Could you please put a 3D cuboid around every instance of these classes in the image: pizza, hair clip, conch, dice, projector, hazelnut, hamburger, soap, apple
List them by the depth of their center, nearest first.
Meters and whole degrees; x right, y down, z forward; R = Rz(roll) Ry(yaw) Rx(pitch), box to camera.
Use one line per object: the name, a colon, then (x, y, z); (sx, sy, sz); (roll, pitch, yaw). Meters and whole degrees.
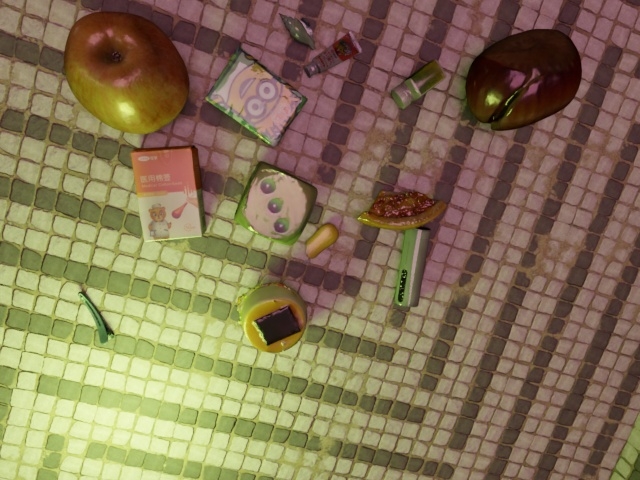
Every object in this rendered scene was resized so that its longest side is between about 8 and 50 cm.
apple: (-0.649, -0.563, 1.512); (0.390, 0.346, 0.392); (-1, 95, -7)
conch: (-0.083, -0.791, 1.688); (0.180, 0.088, 0.065); (38, 138, -19)
hazelnut: (0.759, -0.587, 1.690); (0.409, 0.359, 0.360); (-25, 103, 6)
dice: (-0.168, -0.140, 1.700); (0.249, 0.254, 0.252); (24, 96, -14)
hair clip: (-0.905, 0.305, 1.799); (0.039, 0.070, 0.230); (-28, 96, 2)
hamburger: (-0.188, 0.308, 1.823); (0.275, 0.179, 0.294); (-27, 106, 1)
pizza: (0.328, -0.130, 1.827); (0.364, 0.074, 0.183); (-2, 71, 2)
soap: (0.000, 0.000, 1.859); (0.168, 0.033, 0.089); (-37, 101, 1)
projector: (0.386, 0.108, 1.892); (0.108, 0.108, 0.338); (6, 100, -8)

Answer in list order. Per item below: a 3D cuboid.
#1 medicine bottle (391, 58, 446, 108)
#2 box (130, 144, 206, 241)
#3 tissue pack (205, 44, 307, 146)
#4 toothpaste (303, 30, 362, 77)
medicine bottle: (0.374, -0.601, 1.739); (0.188, 0.132, 0.088); (-37, 103, 1)
box: (-0.566, -0.181, 1.699); (0.224, 0.143, 0.342); (-5, 100, -6)
tissue pack: (-0.234, -0.528, 1.678); (0.310, 0.128, 0.228); (34, 97, -12)
toothpaste: (0.044, -0.705, 1.723); (0.234, 0.057, 0.089); (-34, 102, -8)
